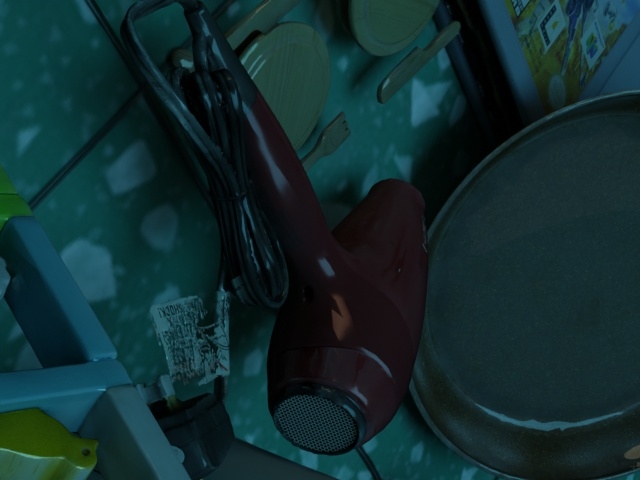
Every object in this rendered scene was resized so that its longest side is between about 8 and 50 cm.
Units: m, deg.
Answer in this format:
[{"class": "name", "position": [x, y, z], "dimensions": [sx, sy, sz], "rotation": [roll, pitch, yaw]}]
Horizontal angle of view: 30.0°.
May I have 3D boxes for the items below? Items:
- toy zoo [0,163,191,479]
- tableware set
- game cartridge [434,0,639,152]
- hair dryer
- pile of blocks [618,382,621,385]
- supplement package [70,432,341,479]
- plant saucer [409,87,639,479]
[{"class": "toy zoo", "position": [-0.145, 0.057, 0.390], "dimensions": [0.192, 0.293, 0.030], "rotation": [-1, 137, -49]}, {"class": "tableware set", "position": [0.001, -0.119, 0.676], "dimensions": [0.194, 0.039, 0.128], "rotation": [-45, 144, -23]}, {"class": "game cartridge", "position": [0.161, -0.181, 0.829], "dimensions": [0.198, 0.062, 0.297], "rotation": [-50, 135, -20]}, {"class": "hair dryer", "position": [0.000, 0.000, 0.616], "dimensions": [0.293, 0.080, 0.223], "rotation": [0, 91, -68]}, {"class": "pile of blocks", "position": [0.312, -0.008, 0.986], "dimensions": [0.362, 0.149, 0.112], "rotation": [-50, 135, -26]}, {"class": "supplement package", "position": [-0.123, 0.188, 0.523], "dimensions": [0.293, 0.175, 0.177], "rotation": [7, 96, -49]}, {"class": "plant saucer", "position": [0.199, 0.034, 0.849], "dimensions": [0.311, 0.050, 0.310], "rotation": [-6, 115, -13]}]
